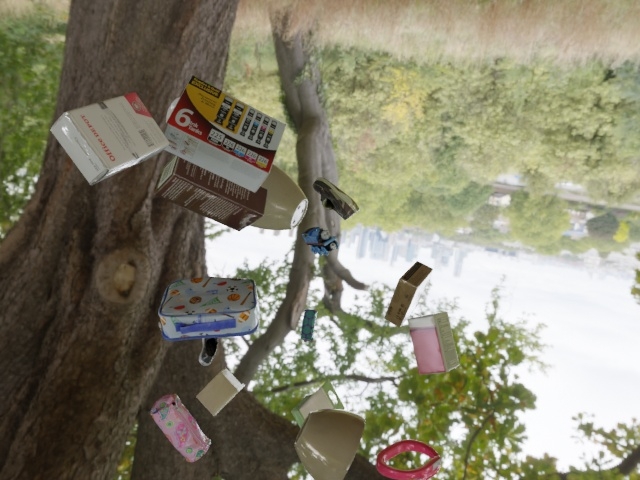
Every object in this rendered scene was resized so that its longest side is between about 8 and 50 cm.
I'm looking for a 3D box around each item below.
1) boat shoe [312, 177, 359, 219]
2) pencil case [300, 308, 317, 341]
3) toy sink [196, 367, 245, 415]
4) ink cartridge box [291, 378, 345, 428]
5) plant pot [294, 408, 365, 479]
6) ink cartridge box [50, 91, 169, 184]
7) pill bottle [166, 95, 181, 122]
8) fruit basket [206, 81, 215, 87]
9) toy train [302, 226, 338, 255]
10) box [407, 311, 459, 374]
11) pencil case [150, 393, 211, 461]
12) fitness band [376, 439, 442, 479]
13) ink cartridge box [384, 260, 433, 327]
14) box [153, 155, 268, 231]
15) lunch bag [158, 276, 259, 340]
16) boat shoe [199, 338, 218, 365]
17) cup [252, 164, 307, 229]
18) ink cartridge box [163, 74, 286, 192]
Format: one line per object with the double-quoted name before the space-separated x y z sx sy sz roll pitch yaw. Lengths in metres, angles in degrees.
"boat shoe" 0.034 -0.137 1.498 0.223 0.073 0.080 39 167 42
"pencil case" -0.052 0.400 2.147 0.070 0.151 0.064 21 154 -30
"toy sink" -0.462 0.695 2.125 0.131 0.153 0.234 45 172 6
"ink cartridge box" -0.007 0.768 2.066 0.056 0.171 0.235 -24 -174 43
"plant pot" 0.016 0.739 1.683 0.191 0.284 0.284 28 -178 3
"ink cartridge box" -0.509 -0.254 1.122 0.092 0.158 0.218 -24 -165 33
"pill bottle" -0.420 -0.465 1.850 0.204 0.204 0.361 10 -166 31
"fruit basket" -0.504 -0.493 2.149 0.392 0.283 0.392 44 163 17
"toy train" 0.000 0.000 1.820 0.080 0.105 0.184 -33 -165 -21
"box" 0.467 0.422 1.887 0.127 0.232 0.149 -18 167 35
"pencil case" -0.562 0.750 1.835 0.124 0.284 0.124 -28 -168 7
"fitness band" 0.352 0.873 1.807 0.291 0.054 0.209 0 -178 -45
"ink cartridge box" 0.382 0.231 1.980 0.088 0.234 0.193 28 -146 21
"box" -0.417 -0.188 1.771 0.381 0.143 0.191 27 144 -32
"lunch bag" -0.340 0.210 1.392 0.303 0.115 0.243 -4 -155 -8
"boat shoe" -0.515 0.482 2.141 0.080 0.076 0.228 34 -155 -17
"cup" -0.203 -0.181 2.245 0.237 0.331 0.331 26 -175 14
"ink cartridge box" -0.278 -0.340 1.373 0.309 0.271 0.130 24 148 -18
